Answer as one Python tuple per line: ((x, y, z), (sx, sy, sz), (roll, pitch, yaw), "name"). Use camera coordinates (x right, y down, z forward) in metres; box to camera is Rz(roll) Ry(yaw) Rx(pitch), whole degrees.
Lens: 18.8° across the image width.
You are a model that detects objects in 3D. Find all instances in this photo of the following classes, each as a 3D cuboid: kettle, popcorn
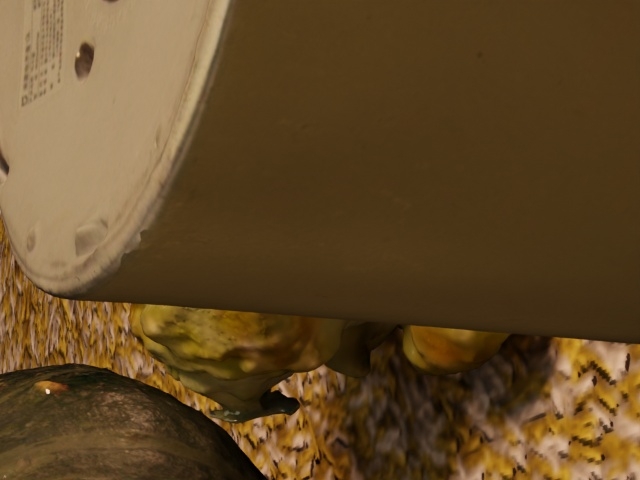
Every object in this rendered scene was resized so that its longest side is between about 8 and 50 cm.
((0.093, -0.087, 0.537), (0.265, 0.318, 0.205), (-62, 31, 35), "kettle")
((0.000, 0.000, 0.900), (0.198, 0.212, 0.198), (-56, -19, -31), "popcorn")

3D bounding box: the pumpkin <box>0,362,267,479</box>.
((-0.132, 0.238, 0.997), (0.291, 0.257, 0.328), (-40, 39, 39), "pumpkin")
